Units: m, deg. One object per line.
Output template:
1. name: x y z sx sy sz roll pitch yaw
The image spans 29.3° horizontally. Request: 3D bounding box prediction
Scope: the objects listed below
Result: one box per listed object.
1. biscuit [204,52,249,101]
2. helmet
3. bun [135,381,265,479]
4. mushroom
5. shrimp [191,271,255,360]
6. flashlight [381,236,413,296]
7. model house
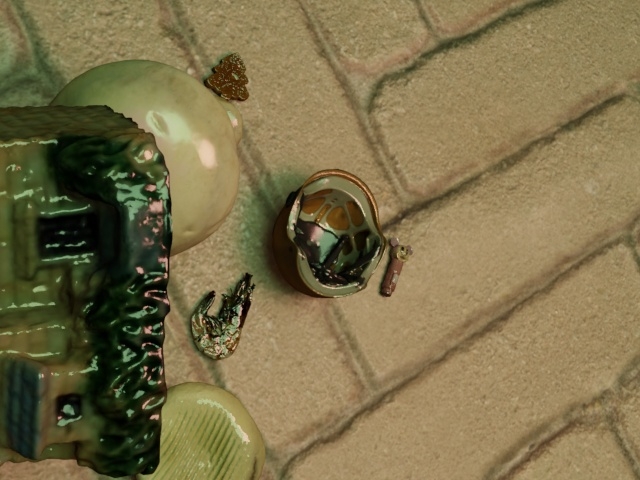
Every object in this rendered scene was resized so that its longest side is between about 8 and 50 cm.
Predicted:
1. biscuit: -0.156 -0.281 2.098 0.082 0.016 0.092 17 70 -22
2. helmet: 0.000 0.000 2.067 0.198 0.130 0.224 31 55 -27
3. bun: -0.190 0.324 1.893 0.222 0.127 0.222 -1 97 -7
4. mushroom: -0.245 -0.114 1.850 0.356 0.315 0.315 0 80 -31
5. shrimp: -0.157 0.115 2.002 0.091 0.034 0.161 31 66 -21
6. flashlight: 0.135 0.050 2.195 0.052 0.031 0.110 30 66 -23
7. model house: -0.429 0.060 1.545 0.400 0.395 0.445 -2 110 -24
